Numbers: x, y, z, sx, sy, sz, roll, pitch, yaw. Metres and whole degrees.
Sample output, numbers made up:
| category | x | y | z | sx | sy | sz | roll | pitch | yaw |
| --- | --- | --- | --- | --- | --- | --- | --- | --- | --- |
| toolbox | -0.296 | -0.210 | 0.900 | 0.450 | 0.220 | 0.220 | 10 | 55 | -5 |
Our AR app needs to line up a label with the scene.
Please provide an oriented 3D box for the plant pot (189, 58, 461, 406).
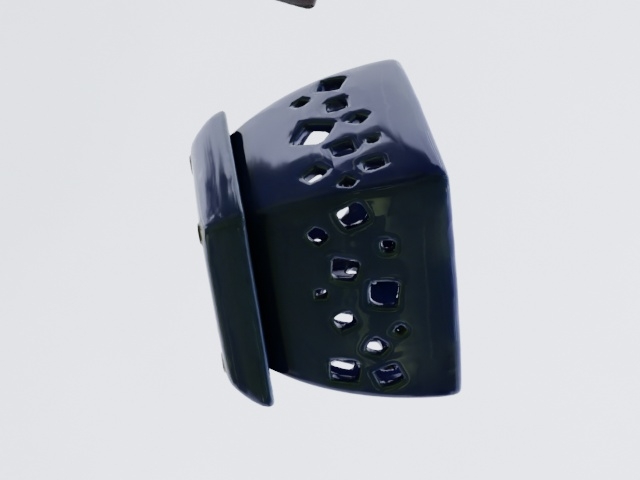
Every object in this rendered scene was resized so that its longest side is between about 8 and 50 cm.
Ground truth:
| category | x | y | z | sx | sy | sz | roll | pitch | yaw |
| --- | --- | --- | --- | --- | --- | --- | --- | --- | --- |
| plant pot | 0.000 | 0.000 | 1.324 | 0.212 | 0.236 | 0.236 | -10 | -57 | -3 |

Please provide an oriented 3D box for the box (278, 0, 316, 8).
| category | x | y | z | sx | sy | sz | roll | pitch | yaw |
| --- | --- | --- | --- | --- | --- | --- | --- | --- | --- |
| box | -0.060 | -0.311 | 1.079 | 0.203 | 0.167 | 0.168 | -61 | -138 | 25 |
